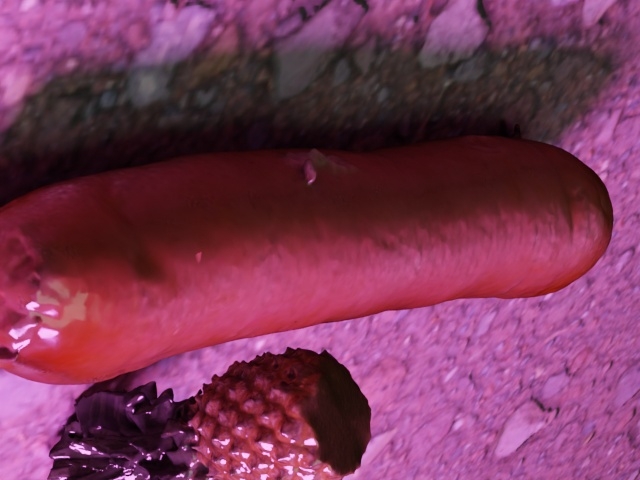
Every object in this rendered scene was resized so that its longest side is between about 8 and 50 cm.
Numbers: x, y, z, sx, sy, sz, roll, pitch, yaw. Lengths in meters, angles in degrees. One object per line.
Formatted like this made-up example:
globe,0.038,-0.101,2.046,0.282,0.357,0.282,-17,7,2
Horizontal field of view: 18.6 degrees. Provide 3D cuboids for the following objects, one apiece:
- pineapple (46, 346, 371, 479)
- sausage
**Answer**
pineapple,-0.058,0.095,0.924,0.159,0.074,0.074,-13,164,28
sausage,0.000,0.000,0.913,0.419,0.094,0.094,-8,103,-47
